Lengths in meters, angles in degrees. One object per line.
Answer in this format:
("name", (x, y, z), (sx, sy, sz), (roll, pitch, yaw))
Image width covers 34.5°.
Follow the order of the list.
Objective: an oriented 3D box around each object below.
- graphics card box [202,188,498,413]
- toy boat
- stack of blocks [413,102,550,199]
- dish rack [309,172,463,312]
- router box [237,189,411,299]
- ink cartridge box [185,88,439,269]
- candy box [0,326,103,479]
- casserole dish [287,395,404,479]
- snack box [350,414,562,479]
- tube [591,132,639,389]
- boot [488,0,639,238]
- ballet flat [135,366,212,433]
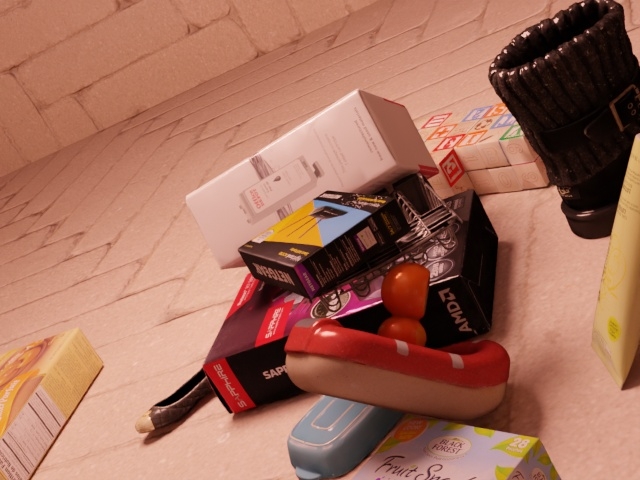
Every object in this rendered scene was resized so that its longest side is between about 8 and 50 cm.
("graphics card box", (0.044, 0.078, 1.341), (0.370, 0.094, 0.233), (-20, 23, 23))
("toy boat", (0.085, 0.097, 1.050), (0.151, 0.231, 0.151), (169, 114, -67))
("stack of blocks", (0.225, -0.125, 1.566), (0.297, 0.087, 0.171), (-5, 32, 48))
("dish rack", (0.066, 0.007, 1.207), (0.208, 0.074, 0.271), (-30, 15, 3))
("router box", (0.000, 0.000, 1.120), (0.133, 0.046, 0.179), (-34, 17, -17))
("ink cartridge box", (-0.008, -0.076, 1.392), (0.283, 0.117, 0.207), (-30, -9, 19))
("candy box", (-0.484, 0.276, 1.591), (0.182, 0.088, 0.316), (-20, 24, 24))
("casserole dish", (0.035, 0.194, 1.169), (0.188, 0.037, 0.114), (-41, 24, -29))
("snack box", (0.088, 0.255, 0.916), (0.207, 0.070, 0.174), (-41, 22, -31))
("tube", (0.304, 0.018, 0.993), (0.062, 0.240, 0.070), (23, 26, 31))
("boot", (0.391, -0.194, 1.261), (0.348, 0.260, 0.131), (-36, 22, -14))
("ballet flat", (-0.185, 0.203, 1.416), (0.173, 0.049, 0.057), (-37, 21, -17))
